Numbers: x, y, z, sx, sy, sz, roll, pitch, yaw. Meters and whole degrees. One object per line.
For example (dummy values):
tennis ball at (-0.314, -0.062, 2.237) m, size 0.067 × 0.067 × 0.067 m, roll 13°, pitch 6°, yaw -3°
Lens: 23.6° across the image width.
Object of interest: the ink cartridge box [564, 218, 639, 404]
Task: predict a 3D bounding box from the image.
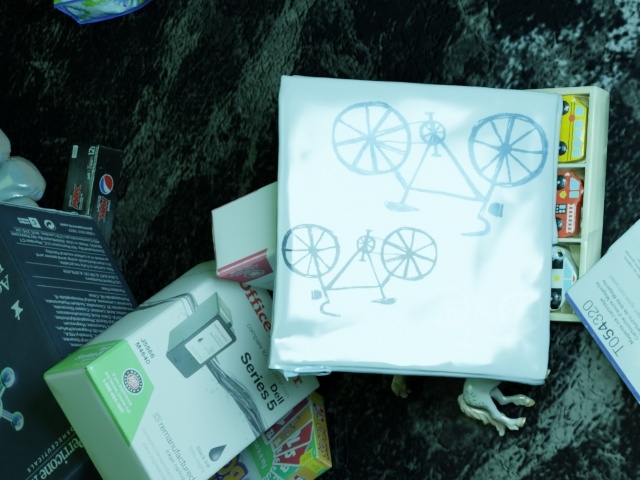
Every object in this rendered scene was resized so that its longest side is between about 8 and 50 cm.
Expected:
ink cartridge box at (0.458, 0.071, 1.556) m, size 0.330 × 0.071 × 0.324 m, roll -47°, pitch 58°, yaw 27°

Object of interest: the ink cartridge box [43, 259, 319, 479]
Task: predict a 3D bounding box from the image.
ink cartridge box at (-0.161, 0.168, 1.838) m, size 0.115 × 0.273 × 0.198 m, roll -15°, pitch 107°, yaw 51°

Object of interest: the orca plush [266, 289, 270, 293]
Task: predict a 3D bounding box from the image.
orca plush at (-0.113, 0.073, 1.982) m, size 0.151 × 0.102 × 0.287 m, roll 40°, pitch 108°, yaw 35°

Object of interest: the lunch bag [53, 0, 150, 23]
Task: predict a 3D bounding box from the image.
lunch bag at (-0.308, -0.396, 2.223) m, size 0.151 × 0.096 × 0.129 m, roll -6°, pitch 76°, yaw 23°

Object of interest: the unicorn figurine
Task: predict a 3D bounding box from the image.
unicorn figurine at (0.200, 0.141, 1.726) m, size 0.111 × 0.060 × 0.162 m, roll 27°, pitch 107°, yaw 11°

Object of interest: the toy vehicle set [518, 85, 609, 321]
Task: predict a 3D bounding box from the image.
toy vehicle set at (0.244, -0.040, 1.761) m, size 0.166 × 0.035 × 0.267 m, roll -1°, pitch 83°, yaw 38°

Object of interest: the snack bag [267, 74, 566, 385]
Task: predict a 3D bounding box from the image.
snack bag at (0.108, -0.010, 1.688) m, size 0.323 × 0.037 × 0.342 m, roll 3°, pitch 81°, yaw -5°

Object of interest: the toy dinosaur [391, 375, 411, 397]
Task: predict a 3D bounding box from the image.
toy dinosaur at (0.082, 0.105, 1.814) m, size 0.092 × 0.053 × 0.183 m, roll -32°, pitch 104°, yaw -5°

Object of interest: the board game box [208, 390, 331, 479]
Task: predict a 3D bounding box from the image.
board game box at (-0.094, 0.301, 1.929) m, size 0.259 × 0.039 × 0.124 m, roll -40°, pitch 32°, yaw 23°

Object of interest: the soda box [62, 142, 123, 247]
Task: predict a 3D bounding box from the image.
soda box at (-0.332, -0.053, 2.202) m, size 0.053 × 0.060 × 0.169 m, roll 7°, pitch 87°, yaw 34°

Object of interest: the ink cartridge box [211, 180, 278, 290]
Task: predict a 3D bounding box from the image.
ink cartridge box at (0.000, 0.000, 1.831) m, size 0.158 × 0.218 × 0.092 m, roll -22°, pitch 64°, yaw 34°

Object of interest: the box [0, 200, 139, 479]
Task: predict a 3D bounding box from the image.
box at (-0.383, 0.195, 2.040) m, size 0.293 × 0.212 × 0.395 m, roll -44°, pitch 62°, yaw 24°

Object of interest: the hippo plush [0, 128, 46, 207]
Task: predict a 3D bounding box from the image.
hippo plush at (-0.546, -0.015, 2.311) m, size 0.236 × 0.234 × 0.294 m, roll 136°, pitch 143°, yaw -60°
